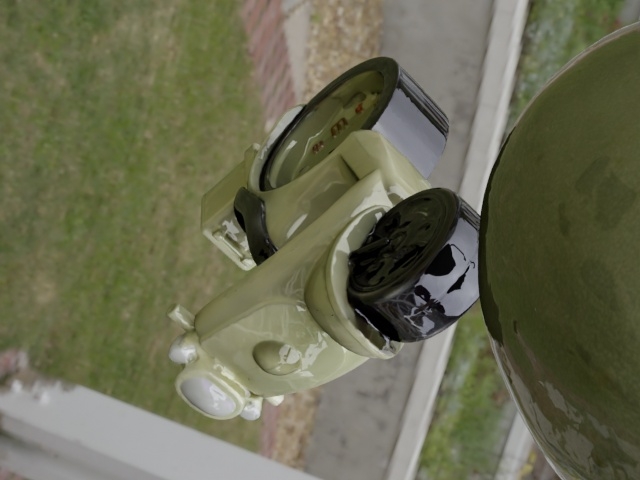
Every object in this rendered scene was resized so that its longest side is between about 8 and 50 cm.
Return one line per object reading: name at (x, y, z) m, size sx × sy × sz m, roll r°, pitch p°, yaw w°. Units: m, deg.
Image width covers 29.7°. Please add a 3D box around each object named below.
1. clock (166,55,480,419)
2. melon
clock at (0.000, 0.000, 0.962) m, size 0.276 × 0.120 × 0.379 m, roll -39°, pitch -158°, yaw 18°
melon at (0.199, 0.019, 0.535) m, size 0.308 × 0.272 × 0.271 m, roll -118°, pitch -149°, yaw -52°
